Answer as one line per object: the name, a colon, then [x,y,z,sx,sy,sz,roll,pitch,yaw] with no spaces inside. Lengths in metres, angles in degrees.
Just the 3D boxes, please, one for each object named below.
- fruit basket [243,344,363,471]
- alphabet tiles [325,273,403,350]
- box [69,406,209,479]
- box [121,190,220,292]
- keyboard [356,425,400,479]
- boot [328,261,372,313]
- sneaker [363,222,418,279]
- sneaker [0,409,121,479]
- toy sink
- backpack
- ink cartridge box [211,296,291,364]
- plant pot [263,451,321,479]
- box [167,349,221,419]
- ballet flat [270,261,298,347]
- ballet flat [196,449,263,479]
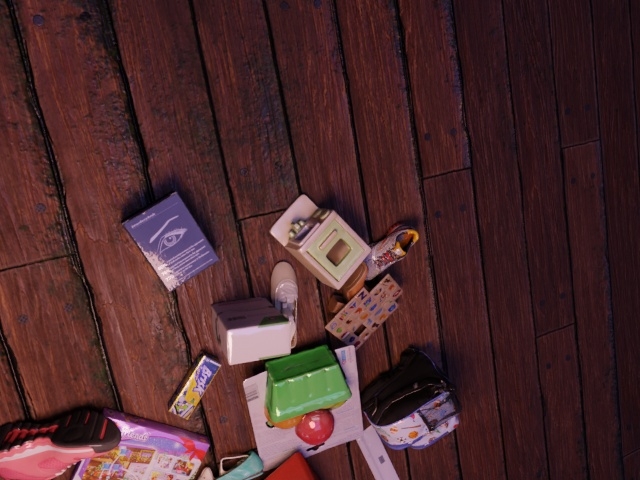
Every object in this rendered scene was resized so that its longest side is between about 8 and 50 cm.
fruit basket: [-0.040,0.482,1.432,0.326,0.165,0.353,-14,122,-14]
alphabet tiles: [0.142,0.209,1.467,0.237,0.009,0.198,-46,136,-2]
box: [-0.467,0.578,1.297,0.293,0.057,0.201,27,86,-23]
box: [-0.374,-0.001,1.242,0.153,0.108,0.207,-33,107,-16]
keyboard: [0.190,0.717,1.612,0.072,0.014,0.256,-31,107,-22]
boot: [0.127,0.148,1.465,0.152,0.073,0.197,13,124,-30]
sneaker: [0.202,0.032,1.491,0.225,0.092,0.088,-45,111,-8]
sneaker: [-0.627,0.502,1.187,0.313,0.116,0.136,-5,115,-2]
toy sink: [0.000,0.000,1.385,0.234,0.131,0.153,46,78,-20]
backpack: [0.265,0.492,1.498,0.263,0.276,0.213,-26,104,-4]
ink cartridge box: [-0.186,0.227,1.288,0.160,0.219,0.093,-5,101,-21]
plant pot: [-0.057,0.812,1.362,0.267,0.235,0.267,-36,125,-15]
box: [-0.338,0.385,1.330,0.059,0.054,0.169,34,83,-22]
ballet flat: [-0.095,0.187,1.394,0.086,0.086,0.249,-2,96,-22]
ballet flat: [-0.278,0.654,1.368,0.247,0.083,0.087,-16,73,-30]
